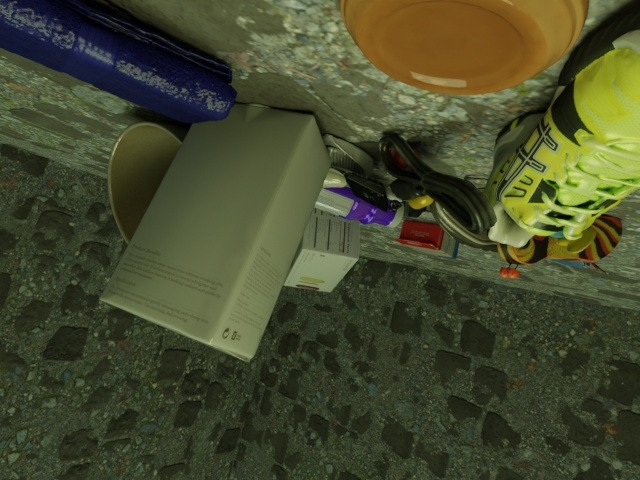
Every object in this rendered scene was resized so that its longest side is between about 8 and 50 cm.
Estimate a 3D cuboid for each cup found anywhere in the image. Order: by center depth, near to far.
[{"bbox_3d":[-0.287,-0.112,1.025,0.332,0.330,0.237,12,-158,31],"label":"cup"}]

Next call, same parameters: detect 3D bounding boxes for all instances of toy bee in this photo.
[{"bbox_3d":[0.402,0.001,0.835,0.299,0.162,0.195,14,177,15],"label":"toy bee"}]

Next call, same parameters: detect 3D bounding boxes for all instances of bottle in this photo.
[{"bbox_3d":[0.050,-0.101,0.981,0.283,0.092,0.118,18,-159,-19],"label":"bottle"}]

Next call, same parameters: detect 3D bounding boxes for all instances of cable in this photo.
[{"bbox_3d":[0.163,-0.095,0.639,0.072,0.139,0.287,-25,-164,-9],"label":"cable"}]

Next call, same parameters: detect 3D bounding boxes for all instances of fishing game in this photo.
[{"bbox_3d":[0.638,0.033,1.217,0.189,0.041,0.264,20,-179,-44],"label":"fishing game"}]

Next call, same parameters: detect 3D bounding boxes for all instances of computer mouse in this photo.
[{"bbox_3d":[0.265,-0.082,1.058,0.243,0.041,0.071,9,149,9],"label":"computer mouse"}]

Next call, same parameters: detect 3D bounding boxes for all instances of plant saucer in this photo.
[{"bbox_3d":[0.111,-0.177,0.376,0.200,0.037,0.200,15,176,1],"label":"plant saucer"}]

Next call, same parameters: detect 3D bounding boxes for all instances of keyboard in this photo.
[{"bbox_3d":[0.105,-0.085,0.828,0.108,0.023,0.180,29,-179,12],"label":"keyboard"}]

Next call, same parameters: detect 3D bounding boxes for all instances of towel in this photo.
[{"bbox_3d":[-0.283,-0.250,0.588,0.309,0.076,0.228,18,-178,-35],"label":"towel"}]

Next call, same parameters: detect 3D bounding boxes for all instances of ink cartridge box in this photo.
[{"bbox_3d":[0.345,-0.005,1.415,0.134,0.077,0.231,11,174,35],"label":"ink cartridge box"}]

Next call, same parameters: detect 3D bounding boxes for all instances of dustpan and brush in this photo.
[{"bbox_3d":[0.076,-0.132,0.864,0.211,0.060,0.147,17,175,-19],"label":"dustpan and brush"}]

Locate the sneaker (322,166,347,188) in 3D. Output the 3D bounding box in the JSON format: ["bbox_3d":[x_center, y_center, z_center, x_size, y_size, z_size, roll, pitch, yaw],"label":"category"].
[{"bbox_3d":[-0.029,-0.103,0.847,0.162,0.075,0.057,10,167,15],"label":"sneaker"}]

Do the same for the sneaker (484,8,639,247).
[{"bbox_3d":[0.269,-0.075,0.433,0.145,0.147,0.384,16,174,8],"label":"sneaker"}]

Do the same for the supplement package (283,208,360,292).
[{"bbox_3d":[0.000,0.000,1.207,0.145,0.203,0.261,9,153,-11],"label":"supplement package"}]

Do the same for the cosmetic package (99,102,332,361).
[{"bbox_3d":[-0.152,-0.029,0.729,0.218,0.384,0.156,17,162,21],"label":"cosmetic package"}]

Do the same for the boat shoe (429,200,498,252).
[{"bbox_3d":[0.332,-0.026,0.949,0.336,0.112,0.096,15,158,-34],"label":"boat shoe"}]
